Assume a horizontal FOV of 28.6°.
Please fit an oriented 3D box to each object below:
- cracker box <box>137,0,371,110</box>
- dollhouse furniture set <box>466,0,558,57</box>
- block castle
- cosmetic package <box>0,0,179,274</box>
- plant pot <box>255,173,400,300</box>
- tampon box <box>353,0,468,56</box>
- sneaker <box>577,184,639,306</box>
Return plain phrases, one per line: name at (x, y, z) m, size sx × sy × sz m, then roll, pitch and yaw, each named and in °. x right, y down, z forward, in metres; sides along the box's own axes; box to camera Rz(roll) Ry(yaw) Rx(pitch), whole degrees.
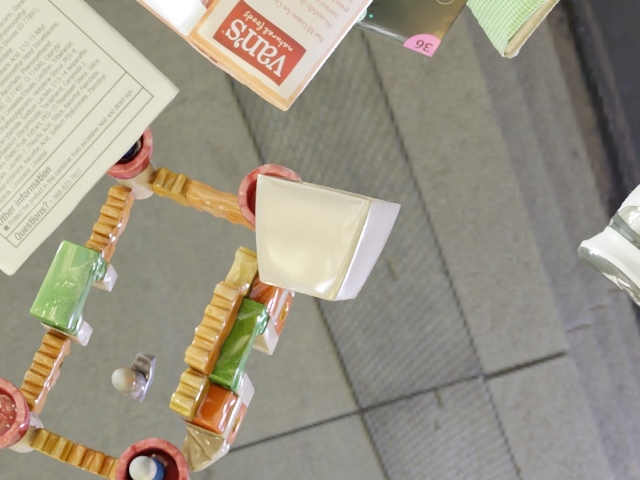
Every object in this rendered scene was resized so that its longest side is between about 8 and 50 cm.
cracker box at (0.000, -0.188, 0.529) m, size 0.067 × 0.156 × 0.232 m, roll 33°, pitch 97°, yaw -42°
dollhouse furniture set at (0.202, -0.371, 1.461) m, size 0.151 × 0.301 × 0.197 m, roll -14°, pitch 64°, yaw -37°
block castle at (-0.219, 0.090, 1.553) m, size 0.213 × 0.303 × 0.453 m, roll 81°, pitch 30°, yaw -72°
cosmetic package at (-0.255, -0.140, 0.773) m, size 0.309 × 0.113 × 0.160 m, roll 44°, pitch 87°, yaw -12°
plant pot at (0.000, 0.000, 1.144) m, size 0.109 × 0.109 × 0.096 m, roll 1°, pitch 102°, yaw -72°
tampon box at (0.088, -0.278, 1.180) m, size 0.120 × 0.161 × 0.101 m, roll 19°, pitch 45°, yaw -14°
sneaker at (0.473, -0.021, 1.537) m, size 0.257 × 0.169 × 0.447 m, roll -51°, pitch 161°, yaw 7°
